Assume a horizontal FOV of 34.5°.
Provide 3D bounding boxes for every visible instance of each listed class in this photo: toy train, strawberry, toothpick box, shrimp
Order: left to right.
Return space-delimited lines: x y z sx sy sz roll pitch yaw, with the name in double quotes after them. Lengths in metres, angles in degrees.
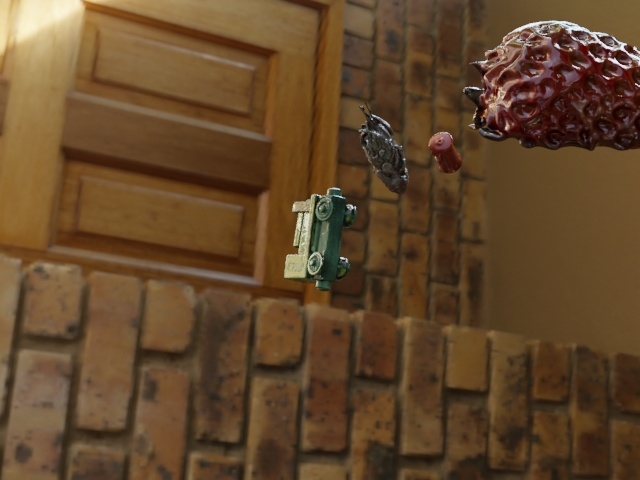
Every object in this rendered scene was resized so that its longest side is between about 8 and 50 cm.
0.000 0.000 1.215 0.081 0.050 0.122 -5 -106 51 "toy train"
0.112 -0.168 1.887 0.073 0.074 0.190 -76 148 -61 "shrimp"
0.230 -0.162 1.901 0.047 0.083 0.047 -9 -117 18 "toothpick box"
0.329 -0.198 1.297 0.280 0.253 0.150 24 -60 45 "strawberry"
